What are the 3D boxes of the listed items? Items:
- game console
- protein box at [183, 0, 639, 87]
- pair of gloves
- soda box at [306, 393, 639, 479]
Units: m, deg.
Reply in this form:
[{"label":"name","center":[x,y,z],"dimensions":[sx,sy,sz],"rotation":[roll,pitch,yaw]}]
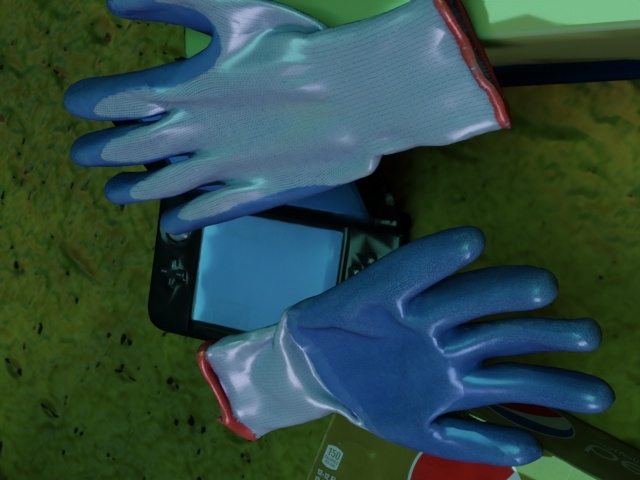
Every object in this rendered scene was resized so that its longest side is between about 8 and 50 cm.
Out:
[{"label":"game console","center":[-0.032,-0.001,0.455],"dimensions":[0.122,0.071,0.107],"rotation":[11,96,25]},{"label":"protein box","center":[0.072,-0.159,0.364],"dimensions":[0.200,0.136,0.201],"rotation":[0,93,26]},{"label":"pair of gloves","center":[0.000,0.000,0.355],"dimensions":[0.159,0.023,0.198],"rotation":[-12,117,32]},{"label":"soda box","center":[0.090,0.103,0.408],"dimensions":[0.181,0.058,0.061],"rotation":[26,103,22]}]
